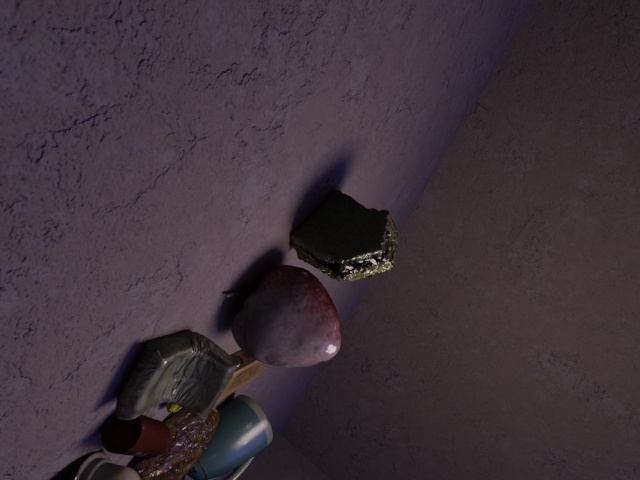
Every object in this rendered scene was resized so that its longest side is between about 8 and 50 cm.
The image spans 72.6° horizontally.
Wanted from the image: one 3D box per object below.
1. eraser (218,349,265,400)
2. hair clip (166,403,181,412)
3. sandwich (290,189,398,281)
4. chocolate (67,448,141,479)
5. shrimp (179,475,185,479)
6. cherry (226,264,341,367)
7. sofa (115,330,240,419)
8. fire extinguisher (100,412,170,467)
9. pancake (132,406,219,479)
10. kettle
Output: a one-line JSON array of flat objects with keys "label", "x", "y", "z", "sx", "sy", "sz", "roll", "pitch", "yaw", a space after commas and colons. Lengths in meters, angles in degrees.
[{"label": "eraser", "x": -0.319, "y": 0.495, "z": 1.639, "sx": 0.144, "sy": 0.078, "sz": 0.343, "roll": -61, "pitch": 161, "yaw": 15}, {"label": "hair clip", "x": -0.438, "y": 0.509, "z": 1.406, "sx": 0.072, "sy": 0.046, "sz": 0.173, "roll": -59, "pitch": 164, "yaw": 3}, {"label": "sandwich", "x": 0.093, "y": -0.005, "z": 1.399, "sx": 0.262, "sy": 0.326, "sz": 0.131, "roll": -45, "pitch": 141, "yaw": -22}, {"label": "chocolate", "x": -0.541, "y": 0.652, "z": 1.110, "sx": 0.221, "sy": 0.147, "sz": 0.220, "roll": -2, "pitch": 90, "yaw": -80}, {"label": "shrimp", "x": -0.580, "y": 0.930, "z": 1.764, "sx": 0.090, "sy": 0.079, "sz": 0.232, "roll": -38, "pitch": 151, "yaw": -52}, {"label": "cherry", "x": -0.113, "y": 0.255, "z": 1.380, "sx": 0.327, "sy": 0.334, "sz": 0.291, "roll": -30, "pitch": 177, "yaw": -3}, {"label": "sofa", "x": -0.366, "y": 0.365, "z": 1.119, "sx": 0.210, "sy": 0.176, "sz": 0.225, "roll": -58, "pitch": 163, "yaw": 8}, {"label": "fire extinguisher", "x": -0.515, "y": 0.575, "z": 1.236, "sx": 0.147, "sy": 0.107, "sz": 0.336, "roll": -42, "pitch": 158, "yaw": -21}, {"label": "pancake", "x": -0.497, "y": 0.725, "z": 1.531, "sx": 0.356, "sy": 0.065, "sz": 0.355, "roll": -33, "pitch": 137, "yaw": -38}, {"label": "kettle", "x": -0.393, "y": 0.871, "z": 1.805, "sx": 0.342, "sy": 0.247, "sz": 0.319, "roll": -29, "pitch": 111, "yaw": -40}]
